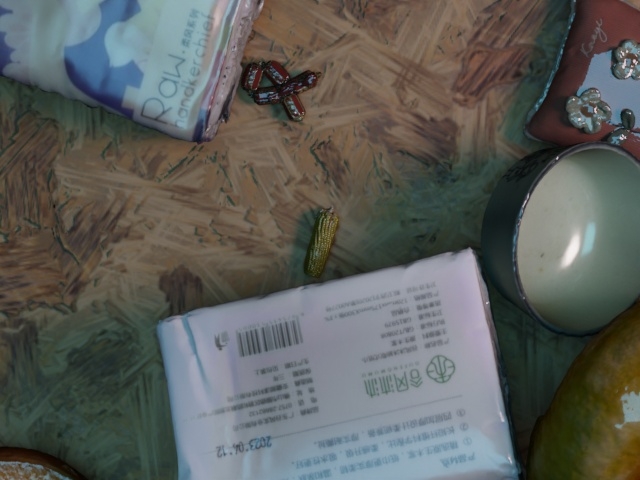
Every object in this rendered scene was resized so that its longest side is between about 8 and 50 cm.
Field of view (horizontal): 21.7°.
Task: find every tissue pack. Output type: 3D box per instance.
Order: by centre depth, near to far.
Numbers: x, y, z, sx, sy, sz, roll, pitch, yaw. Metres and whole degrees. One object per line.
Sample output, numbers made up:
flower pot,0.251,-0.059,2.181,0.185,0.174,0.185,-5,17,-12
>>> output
tissue pack,0.023,0.176,1.776,0.356,0.194,0.266,-12,74,7
tissue pack,-0.242,-0.265,1.835,0.343,0.125,0.242,18,95,5

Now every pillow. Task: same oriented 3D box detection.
pillow,0.325,-0.168,1.802,0.171,0.075,0.179,20,94,5

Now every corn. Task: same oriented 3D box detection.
corn,0.000,0.000,1.873,0.028,0.027,0.083,20,98,22

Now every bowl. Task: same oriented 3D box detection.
bowl,0.251,-0.010,1.779,0.211,0.112,0.211,-9,106,-34

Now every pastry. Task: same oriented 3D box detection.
pastry,0.358,0.181,1.695,0.356,0.356,0.164,-37,53,7

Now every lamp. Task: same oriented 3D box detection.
lamp,-0.048,-0.174,1.868,0.083,0.031,0.063,24,95,9

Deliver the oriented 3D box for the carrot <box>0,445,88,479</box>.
carrot,-0.333,0.385,1.908,0.258,0.100,0.307,-25,98,5
